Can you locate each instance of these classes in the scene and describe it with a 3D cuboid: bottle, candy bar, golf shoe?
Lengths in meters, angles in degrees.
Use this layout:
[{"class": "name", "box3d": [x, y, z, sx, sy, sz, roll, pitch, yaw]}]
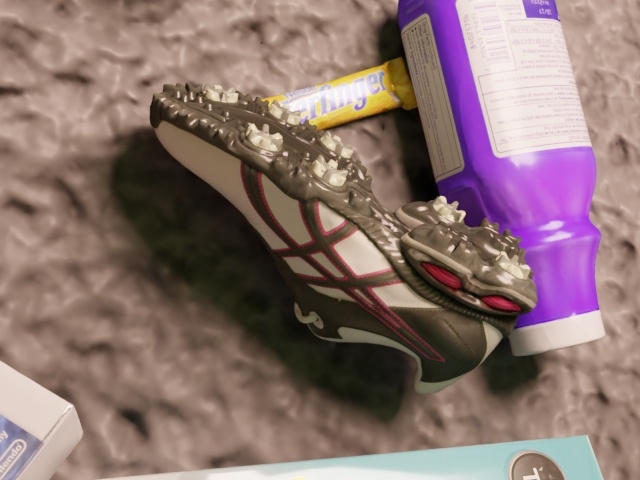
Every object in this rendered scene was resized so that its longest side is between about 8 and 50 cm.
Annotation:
[{"class": "bottle", "box3d": [0.138, -0.061, 0.682, 0.118, 0.092, 0.282, -9, 83, -33]}, {"class": "candy bar", "box3d": [-0.002, -0.094, 0.672, 0.161, 0.018, 0.040, -19, 87, -26]}, {"class": "golf shoe", "box3d": [0.000, 0.000, 0.599, 0.273, 0.105, 0.120, 31, 112, -2]}]

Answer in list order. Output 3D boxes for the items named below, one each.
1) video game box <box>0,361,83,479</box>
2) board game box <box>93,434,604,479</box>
[{"class": "video game box", "box3d": [-0.253, 0.120, 0.454, 0.187, 0.048, 0.205, 26, 58, 13]}, {"class": "board game box", "box3d": [0.040, 0.254, 0.538, 0.336, 0.079, 0.253, 0, 58, -23]}]
